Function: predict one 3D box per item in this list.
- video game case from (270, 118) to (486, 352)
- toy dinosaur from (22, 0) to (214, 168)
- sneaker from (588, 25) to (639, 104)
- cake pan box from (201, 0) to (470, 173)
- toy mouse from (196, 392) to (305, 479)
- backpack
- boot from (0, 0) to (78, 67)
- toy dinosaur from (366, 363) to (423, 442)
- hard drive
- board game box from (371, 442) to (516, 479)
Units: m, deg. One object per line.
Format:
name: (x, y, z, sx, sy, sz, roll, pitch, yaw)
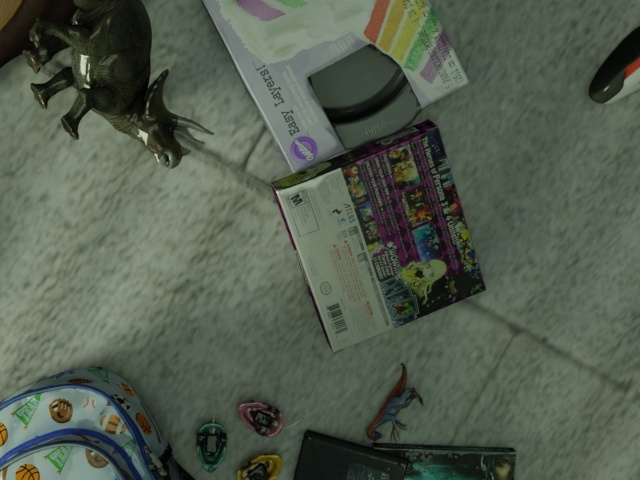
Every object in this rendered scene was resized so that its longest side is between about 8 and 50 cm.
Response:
video game case: (0.073, -0.003, 1.697, 0.210, 0.042, 0.232, -22, 115, -6)
toy dinosaur: (-0.249, -0.219, 1.599, 0.160, 0.121, 0.314, -30, 128, -22)
sneaker: (0.467, -0.229, 1.713, 0.270, 0.090, 0.145, -45, 106, 6)
cake pan box: (0.017, -0.240, 1.682, 0.245, 0.070, 0.267, -27, 100, 1)
toy mouse: (-0.102, 0.242, 1.753, 0.161, 0.031, 0.143, -40, 100, 1)
backpack: (-0.296, 0.292, 1.663, 0.276, 0.213, 0.263, -24, 89, 1)
boot: (-0.326, -0.242, 1.627, 0.206, 0.090, 0.248, -6, 141, -31)
toy dinosaur: (0.090, 0.216, 1.775, 0.082, 0.047, 0.090, -26, 66, 7)
hard drive: (0.034, 0.301, 1.760, 0.135, 0.022, 0.094, 15, 98, 9)
board game box: (0.153, 0.324, 1.791, 0.186, 0.026, 0.126, 2, 98, -6)
